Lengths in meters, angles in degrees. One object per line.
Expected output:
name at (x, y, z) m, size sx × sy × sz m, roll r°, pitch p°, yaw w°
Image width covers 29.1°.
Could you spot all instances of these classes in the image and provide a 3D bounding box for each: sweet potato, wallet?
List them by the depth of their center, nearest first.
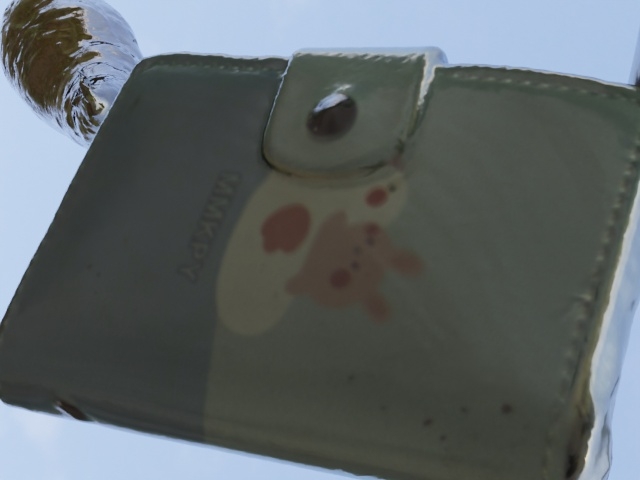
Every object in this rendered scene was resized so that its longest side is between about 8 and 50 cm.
wallet at (0.000, 0.000, 0.674) m, size 0.360 × 0.083 × 0.252 m, roll 5°, pitch -117°, yaw 28°
sweet potato at (-0.218, -0.151, 1.126) m, size 0.130 × 0.130 × 0.423 m, roll -64°, pitch -153°, yaw 12°

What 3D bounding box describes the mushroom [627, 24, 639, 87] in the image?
mushroom at (0.222, -0.102, 0.694) m, size 0.097 × 0.351 × 0.109 m, roll -8°, pitch -137°, yaw -10°
